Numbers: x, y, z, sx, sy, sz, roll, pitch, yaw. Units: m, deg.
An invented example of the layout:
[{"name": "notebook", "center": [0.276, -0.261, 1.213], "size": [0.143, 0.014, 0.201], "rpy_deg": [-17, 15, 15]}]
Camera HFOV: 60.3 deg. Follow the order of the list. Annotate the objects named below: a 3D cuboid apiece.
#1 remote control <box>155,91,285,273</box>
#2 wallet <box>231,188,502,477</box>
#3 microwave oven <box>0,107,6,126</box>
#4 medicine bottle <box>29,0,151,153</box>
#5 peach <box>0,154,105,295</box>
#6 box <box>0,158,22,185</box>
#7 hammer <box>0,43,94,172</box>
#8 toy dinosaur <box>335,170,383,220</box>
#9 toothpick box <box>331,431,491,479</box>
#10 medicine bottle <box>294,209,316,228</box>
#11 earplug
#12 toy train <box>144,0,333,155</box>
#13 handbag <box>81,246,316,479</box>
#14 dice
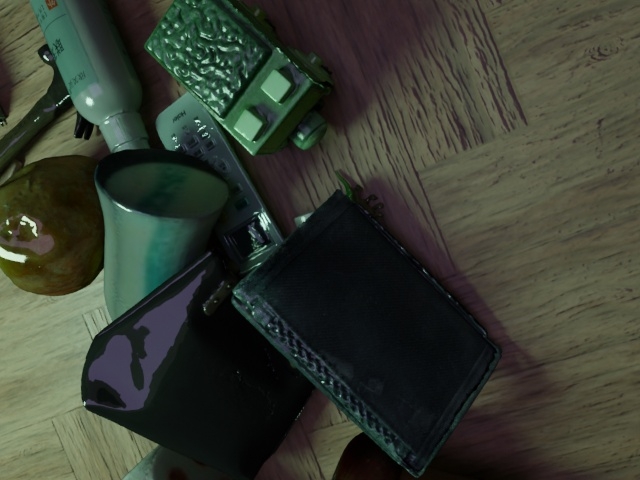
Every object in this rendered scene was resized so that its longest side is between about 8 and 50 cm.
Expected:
[{"name": "remote control", "center": [-0.157, -0.094, 0.884], "size": [0.103, 0.051, 0.293], "rpy_deg": [-28, 91, 26]}, {"name": "wallet", "center": [0.072, 0.118, 0.771], "size": [0.342, 0.075, 0.237], "rpy_deg": [44, 65, 1]}, {"name": "microwave oven", "center": [-0.710, -0.233, 0.989], "size": [0.205, 0.129, 0.163], "rpy_deg": [-30, 87, 19]}, {"name": "medicine bottle", "center": [-0.351, -0.255, 0.888], "size": [0.110, 0.110, 0.352], "rpy_deg": [-23, 91, 18]}, {"name": "peach", "center": [-0.413, -0.032, 0.887], "size": [0.235, 0.214, 0.214], "rpy_deg": [-43, 83, -14]}, {"name": "box", "center": [-0.594, -0.103, 1.026], "size": [0.048, 0.025, 0.115], "rpy_deg": [30, 105, 12]}, {"name": "hammer", "center": [-0.576, -0.146, 0.982], "size": [0.440, 0.044, 0.168], "rpy_deg": [-37, 83, 12]}, {"name": "toy dinosaur", "center": [0.052, -0.054, 0.841], "size": [0.120, 0.029, 0.060], "rpy_deg": [49, 119, 5]}, {"name": "toothpick box", "center": [0.158, 0.386, 0.789], "size": [0.294, 0.192, 0.192], "rpy_deg": [20, 103, 8]}, {"name": "medicine bottle", "center": [0.000, 0.000, 0.845], "size": [0.058, 0.058, 0.091], "rpy_deg": [-19, 92, 18]}, {"name": "earplug", "center": [-0.267, 0.038, 0.867], "size": [0.185, 0.185, 0.324], "rpy_deg": [28, 124, 11]}, {"name": "toy train", "center": [-0.104, -0.238, 0.776], "size": [0.271, 0.188, 0.159], "rpy_deg": [45, 108, 5]}, {"name": "handbag", "center": [-0.149, 0.179, 0.835], "size": [0.342, 0.152, 0.288], "rpy_deg": [38, 100, -27]}, {"name": "dice", "center": [-0.252, 0.456, 0.914], "size": [0.193, 0.192, 0.194], "rpy_deg": [44, 108, 5]}]
